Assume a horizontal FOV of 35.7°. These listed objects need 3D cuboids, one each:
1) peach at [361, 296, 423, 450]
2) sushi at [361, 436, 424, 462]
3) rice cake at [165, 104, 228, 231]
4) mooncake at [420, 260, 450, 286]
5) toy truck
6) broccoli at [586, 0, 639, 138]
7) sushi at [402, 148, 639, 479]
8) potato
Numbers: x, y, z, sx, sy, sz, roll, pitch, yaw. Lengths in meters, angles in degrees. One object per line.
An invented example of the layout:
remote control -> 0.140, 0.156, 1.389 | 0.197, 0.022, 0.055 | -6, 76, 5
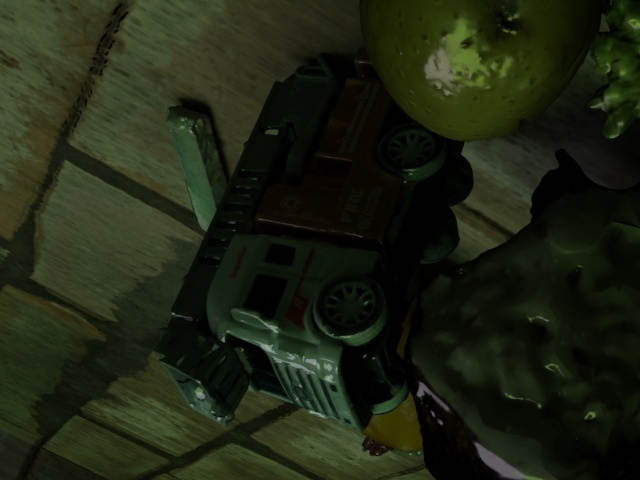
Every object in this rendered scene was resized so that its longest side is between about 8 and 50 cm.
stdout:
peach -> 0.065, 0.122, 1.106 | 0.251, 0.153, 0.251 | 31, 151, 20
sushi -> 0.171, 0.206, 1.234 | 0.129, 0.124, 0.332 | 23, 151, -23
rice cake -> -0.124, -0.072, 1.065 | 0.043, 0.034, 0.211 | 22, 152, 18
mooncake -> 0.225, 0.132, 1.076 | 0.346, 0.057, 0.150 | 37, 164, 21
toy truck -> 0.000, 0.000, 0.787 | 0.184, 0.338, 0.133 | 10, 149, 21
broccoli -> 0.364, 0.013, 0.540 | 0.353, 0.397, 0.274 | -13, 161, 40
sushi -> 0.220, 0.067, 0.753 | 0.348, 0.234, 0.208 | -24, 148, -6
potato -> 0.095, -0.147, 0.569 | 0.143, 0.248, 0.169 | -6, 114, 10
